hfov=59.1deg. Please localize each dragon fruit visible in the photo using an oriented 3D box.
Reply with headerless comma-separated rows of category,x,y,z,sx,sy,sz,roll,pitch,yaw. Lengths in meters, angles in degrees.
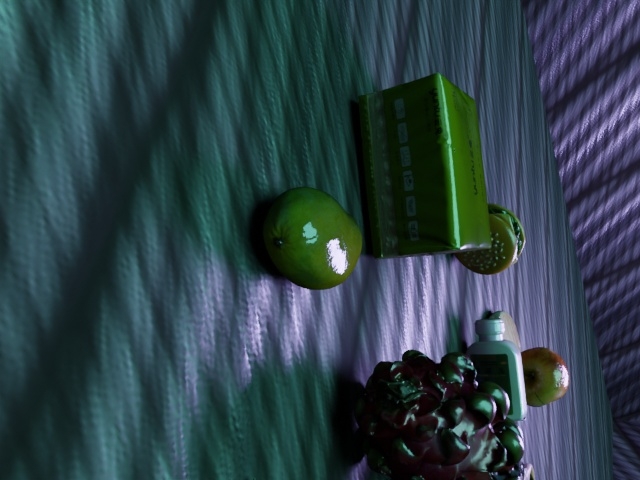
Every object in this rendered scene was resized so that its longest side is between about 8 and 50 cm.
dragon fruit,0.181,0.270,0.797,0.198,0.273,0.218,99,4,-66

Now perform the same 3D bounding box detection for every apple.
apple,0.532,0.330,1.376,0.146,0.147,0.146,19,67,-56

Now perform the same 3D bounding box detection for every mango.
mango,-0.001,0.003,0.721,0.191,0.086,0.122,28,57,-52

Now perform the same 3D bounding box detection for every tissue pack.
tissue pack,0.181,-0.111,0.962,0.200,0.167,0.274,0,83,-58

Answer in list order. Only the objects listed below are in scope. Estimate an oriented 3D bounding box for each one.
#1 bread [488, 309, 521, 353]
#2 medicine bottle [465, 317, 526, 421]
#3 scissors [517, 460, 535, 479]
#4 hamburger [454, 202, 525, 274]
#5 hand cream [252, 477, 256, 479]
bread,0.469,0.310,1.454,0.267,0.041,0.266,19,67,-55
medicine bottle,0.384,0.284,1.250,0.078,0.115,0.219,5,79,-56
scissors,0.546,0.632,1.520,0.160,0.024,0.317,-51,125,-50
hamburger,0.372,-0.003,1.265,0.115,0.162,0.161,-32,111,-51
hand cream,-0.058,0.320,0.620,0.036,0.023,0.121,-45,117,-48
